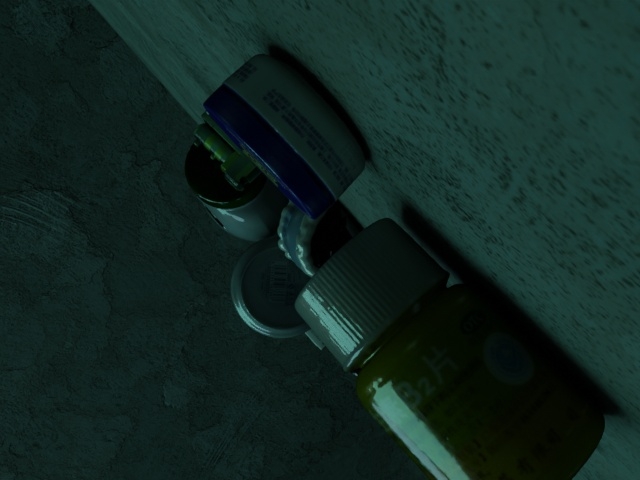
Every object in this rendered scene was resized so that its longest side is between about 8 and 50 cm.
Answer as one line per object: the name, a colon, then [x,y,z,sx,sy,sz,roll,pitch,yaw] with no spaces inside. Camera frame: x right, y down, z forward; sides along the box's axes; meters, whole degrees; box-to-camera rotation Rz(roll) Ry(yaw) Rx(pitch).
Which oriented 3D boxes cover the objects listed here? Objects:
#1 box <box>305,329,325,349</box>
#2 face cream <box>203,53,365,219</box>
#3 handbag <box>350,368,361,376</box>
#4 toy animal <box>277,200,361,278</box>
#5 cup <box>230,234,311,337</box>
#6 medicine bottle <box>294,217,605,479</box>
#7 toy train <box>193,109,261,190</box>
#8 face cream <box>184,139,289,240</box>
box: [0.026,0.171,2.131,0.194,0.260,0.111,50,179,-21]
face cream: [-0.041,-0.134,0.887,0.206,0.111,0.206,47,177,3]
handbag: [0.181,0.210,1.210,0.211,0.254,0.088,48,140,-5]
toy animal: [0.000,0.000,1.482,0.208,0.156,0.204,53,170,-26]
cup: [-0.064,0.082,1.725,0.237,0.322,0.327,55,175,-2]
medicine bottle: [0.159,0.166,0.925,0.384,0.224,0.224,47,176,13]
toy train: [-0.211,-0.227,1.638,0.200,0.132,0.083,44,175,11]
face cream: [-0.218,-0.143,1.896,0.312,0.219,0.357,48,173,16]
